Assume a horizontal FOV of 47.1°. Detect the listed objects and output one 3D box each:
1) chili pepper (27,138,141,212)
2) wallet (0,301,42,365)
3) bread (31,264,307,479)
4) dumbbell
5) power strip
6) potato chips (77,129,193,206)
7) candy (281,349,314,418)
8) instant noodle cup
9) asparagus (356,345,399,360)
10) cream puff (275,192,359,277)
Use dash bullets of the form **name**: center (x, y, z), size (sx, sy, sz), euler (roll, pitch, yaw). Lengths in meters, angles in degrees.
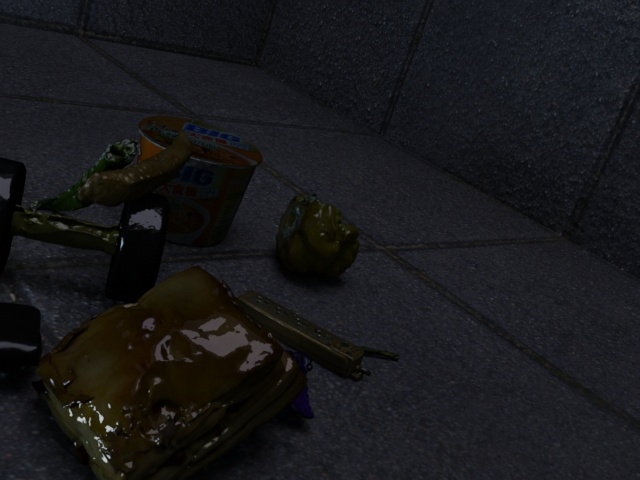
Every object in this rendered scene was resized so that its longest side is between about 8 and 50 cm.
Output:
- **chili pepper**: center (-0.463, -0.107, 1.441), size (0.076, 0.359, 0.085), euler (57, 45, -10)
- **wallet**: center (-0.577, 0.113, 1.005), size (0.377, 0.051, 0.197), euler (9, 9, -22)
- **bread**: center (-0.200, 0.164, 0.998), size (0.324, 0.167, 0.277), euler (-22, 43, -36)
- **dumbbell**: center (-0.438, -0.013, 1.265), size (0.322, 0.204, 0.204), euler (13, 21, -17)
- **power strip**: center (-0.037, 0.172, 1.370), size (0.305, 0.044, 0.064), euler (27, 21, 21)
- **potato chips**: center (-0.296, -0.134, 1.318), size (0.080, 0.057, 0.407), euler (28, 22, 1)
- **candy**: center (-0.135, 0.214, 1.146), size (0.275, 0.070, 0.145), euler (9, 30, -17)
- **instant noodle cup**: center (-0.294, -0.131, 1.667), size (0.296, 0.214, 0.296), euler (16, 22, -7)
- **asparagus**: center (0.095, 0.214, 1.414), size (0.127, 0.018, 0.015), euler (12, 47, -16)
- **cream puff**: center (-0.003, 0.005, 1.666), size (0.194, 0.195, 0.221), euler (12, 10, -18)
